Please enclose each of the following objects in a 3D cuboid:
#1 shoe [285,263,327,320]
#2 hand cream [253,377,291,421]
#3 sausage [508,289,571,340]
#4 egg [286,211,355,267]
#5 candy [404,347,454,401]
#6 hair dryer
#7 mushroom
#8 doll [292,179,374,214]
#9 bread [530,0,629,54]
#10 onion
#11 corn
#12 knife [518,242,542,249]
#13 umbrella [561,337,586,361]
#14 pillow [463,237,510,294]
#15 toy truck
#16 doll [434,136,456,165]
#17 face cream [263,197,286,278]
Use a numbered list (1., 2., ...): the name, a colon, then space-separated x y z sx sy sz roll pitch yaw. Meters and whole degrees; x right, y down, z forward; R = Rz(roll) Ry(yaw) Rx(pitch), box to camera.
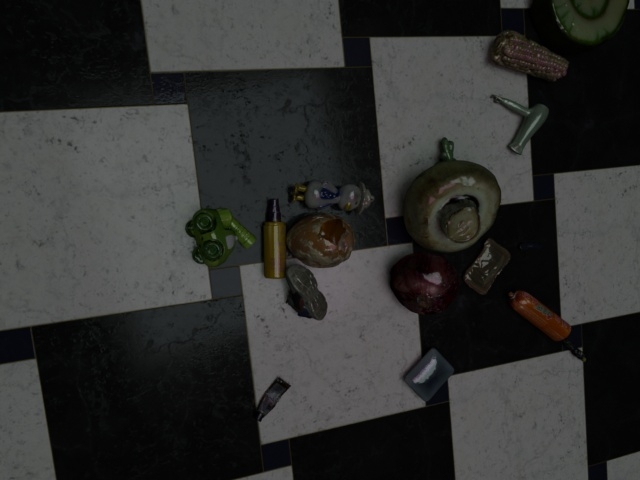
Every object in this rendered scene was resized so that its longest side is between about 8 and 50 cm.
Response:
1. shoe: -0.071 0.184 1.572 0.099 0.126 0.227 -45 113 -42
2. hand cream: -0.178 0.568 1.602 0.062 0.039 0.163 41 78 -12
3. sausage: 0.879 0.294 1.829 0.312 0.093 0.093 35 85 -14
4. egg: 0.000 0.000 1.525 0.233 0.195 0.194 11 91 6
5. candy: 0.420 0.518 1.734 0.174 0.071 0.138 -45 102 -9
6. hair dryer: 0.753 -0.485 1.766 0.237 0.075 0.206 35 91 -7
7. mushroom: 0.463 -0.117 1.587 0.353 0.260 0.352 -2 119 -4
8. doll: 0.050 -0.154 1.568 0.293 0.119 0.138 3 136 -15
9. bread: 1.010 -0.930 1.760 0.382 0.129 0.366 4 95 -14
10. onion: 0.382 0.148 1.646 0.252 0.219 0.252 8 121 13
11. corn: 0.806 -0.703 1.732 0.335 0.127 0.126 12 91 -21
12. knife: 0.865 0.026 1.845 0.121 0.018 0.031 3 86 -16
13. umbrella: 1.091 0.471 1.925 0.144 0.040 0.037 41 75 -15
14. pillow: 0.663 0.106 1.790 0.135 0.034 0.211 34 87 -16
15. toy truck: -0.333 -0.026 1.470 0.211 0.148 0.187 -34 98 -31
16. doll: 0.475 -0.310 1.700 0.115 0.078 0.150 17 76 -52
17. face cream: -0.157 -0.008 1.541 0.078 0.078 0.273 -2 94 -15
